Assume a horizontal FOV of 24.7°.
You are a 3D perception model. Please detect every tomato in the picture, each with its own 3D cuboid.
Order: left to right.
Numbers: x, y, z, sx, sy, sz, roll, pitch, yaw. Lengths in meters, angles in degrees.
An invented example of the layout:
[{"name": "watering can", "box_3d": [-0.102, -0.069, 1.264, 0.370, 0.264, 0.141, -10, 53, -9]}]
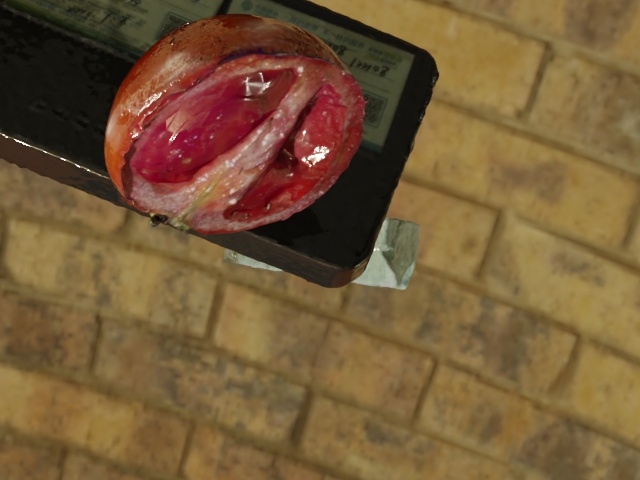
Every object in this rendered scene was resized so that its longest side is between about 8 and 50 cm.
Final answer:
[{"name": "tomato", "box_3d": [-0.066, -0.092, 1.006, 0.189, 0.173, 0.099, 22, -147, -53]}]

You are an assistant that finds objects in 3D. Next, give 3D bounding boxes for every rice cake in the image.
[{"name": "rice cake", "box_3d": [-0.001, 0.000, 1.306, 0.206, 0.069, 0.063, 7, 180, 36]}]

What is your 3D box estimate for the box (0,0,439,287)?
[{"name": "box", "box_3d": [-0.097, -0.115, 1.147, 0.350, 0.058, 0.211, 22, -113, 1]}]
